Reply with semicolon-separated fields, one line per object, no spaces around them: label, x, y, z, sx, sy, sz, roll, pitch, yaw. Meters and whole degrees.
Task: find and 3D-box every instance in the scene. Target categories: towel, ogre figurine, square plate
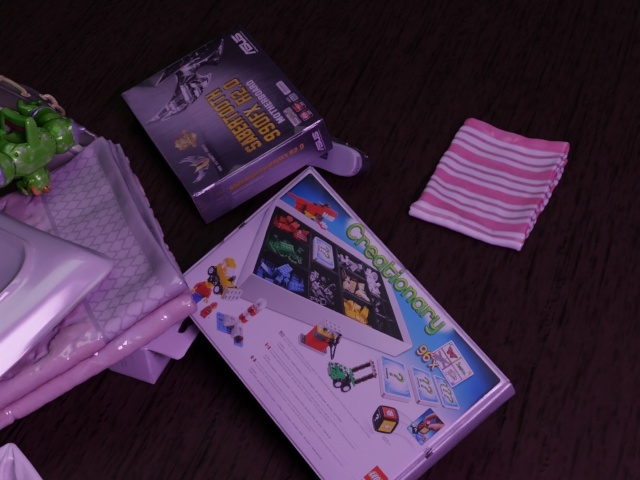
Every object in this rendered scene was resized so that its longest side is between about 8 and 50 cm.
towel;0.206;-0.073;1.518;0.144;0.029;0.197;17;46;19
ogre figurine;-0.343;-0.098;1.355;0.118;0.097;0.197;11;15;36
towel;-0.310;0.047;1.296;0.317;0.053;0.332;-30;39;-4
square plate;-0.426;0.078;1.244;0.347;0.049;0.344;21;58;43

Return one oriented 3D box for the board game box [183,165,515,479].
board game box;0.015;0.096;1.219;0.193;0.053;0.305;-40;66;-2

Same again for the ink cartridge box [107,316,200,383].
ink cartridge box;-0.202;0.085;1.331;0.180;0.060;0.104;16;47;17

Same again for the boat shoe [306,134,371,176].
boat shoe;0.001;-0.110;1.554;0.142;0.049;0.040;28;14;36

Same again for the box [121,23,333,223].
box;-0.119;-0.149;1.548;0.183;0.056;0.231;-31;49;-7

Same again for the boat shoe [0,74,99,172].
boat shoe;-0.372;-0.148;1.547;0.305;0.109;0.091;20;52;26

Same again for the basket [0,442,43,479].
basket;-0.272;0.282;1.092;0.113;0.103;0.167;-27;50;-25
